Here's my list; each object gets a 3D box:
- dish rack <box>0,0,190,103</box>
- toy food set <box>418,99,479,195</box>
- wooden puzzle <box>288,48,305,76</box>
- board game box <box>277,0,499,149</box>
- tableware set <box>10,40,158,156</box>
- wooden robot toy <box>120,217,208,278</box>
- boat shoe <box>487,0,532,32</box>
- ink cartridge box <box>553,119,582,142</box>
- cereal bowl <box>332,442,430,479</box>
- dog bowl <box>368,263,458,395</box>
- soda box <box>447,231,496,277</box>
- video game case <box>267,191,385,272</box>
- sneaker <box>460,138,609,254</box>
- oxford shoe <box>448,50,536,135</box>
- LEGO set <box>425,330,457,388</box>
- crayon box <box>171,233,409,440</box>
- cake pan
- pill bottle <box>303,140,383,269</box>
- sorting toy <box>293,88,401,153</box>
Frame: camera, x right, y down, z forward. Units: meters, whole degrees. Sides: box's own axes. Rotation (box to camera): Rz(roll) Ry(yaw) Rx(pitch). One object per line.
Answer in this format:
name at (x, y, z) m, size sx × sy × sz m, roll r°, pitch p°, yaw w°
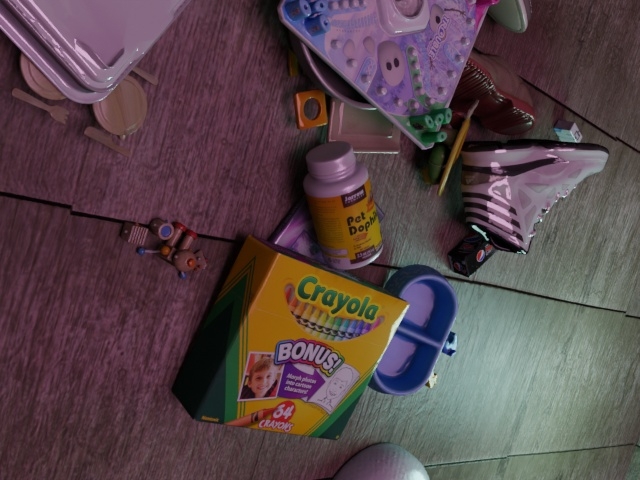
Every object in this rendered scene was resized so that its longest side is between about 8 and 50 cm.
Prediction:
dish rack at (-0.302, -0.370, 0.853) m, size 0.285 × 0.072 × 0.333 m, roll -59°, pitch 135°, yaw -23°
toy food set at (0.255, -0.201, 1.424) m, size 0.128 × 0.071 × 0.218 m, roll -52°, pitch 161°, yaw -53°
wooden puzzle at (-0.016, -0.334, 1.190) m, size 0.116 × 0.014 × 0.078 m, roll -31°, pitch 128°, yaw -30°
board game box at (0.150, -0.421, 1.181) m, size 0.390 × 0.050 × 0.390 m, roll 34°, pitch 71°, yaw -34°
tableware set at (-0.325, -0.212, 0.939) m, size 0.194 × 0.039 × 0.128 m, roll 29°, pitch 76°, yaw -47°
wooden robot toy at (-0.224, 0.014, 1.083) m, size 0.173 × 0.079 × 0.076 m, roll 38°, pitch 79°, yaw -43°
boat shoe at (0.350, -0.558, 1.369) m, size 0.324 × 0.116 × 0.097 m, roll 43°, pitch 78°, yaw -36°
ink cartridge box at (0.643, -0.275, 1.774) m, size 0.083 × 0.048 × 0.028 m, roll 40°, pitch 77°, yaw -44°
cereal bowl at (0.147, 0.658, 1.605) m, size 0.339 × 0.141 × 0.339 m, roll -15°, pitch 115°, yaw -36°
dog bowl at (0.192, 0.198, 1.472) m, size 0.166 × 0.074 × 0.297 m, roll 25°, pitch 89°, yaw -12°
soda box at (0.380, 0.013, 1.639) m, size 0.169 × 0.053 × 0.060 m, roll -39°, pitch 127°, yaw -26°
video game case at (0.000, 0.000, 1.316) m, size 0.274 × 0.026 × 0.196 m, roll -54°, pitch 132°, yaw -12°
sneaker at (0.494, -0.105, 1.612) m, size 0.447 × 0.169 × 0.257 m, roll -6°, pitch 104°, yaw -31°
oxford shoe at (0.326, -0.344, 1.448) m, size 0.348 × 0.123 × 0.130 m, roll 25°, pitch 58°, yaw -40°
LEGO set at (0.247, 0.280, 1.595) m, size 0.227 × 0.087 × 0.093 m, roll -33°, pitch 124°, yaw -28°
crayon box at (-0.042, 0.193, 1.266) m, size 0.363 × 0.106 × 0.313 m, roll 23°, pitch 97°, yaw -42°
cake pan at (0.061, -0.370, 1.178) m, size 0.293 × 0.054 × 0.293 m, roll -2°, pitch 94°, yaw -38°
pill bottle at (0.038, -0.063, 1.228) m, size 0.117 × 0.117 × 0.215 m, roll -34°, pitch 125°, yaw -28°
sorting toy at (0.082, -0.262, 1.279) m, size 0.347 × 0.047 × 0.196 m, roll -5°, pitch 104°, yaw -38°
